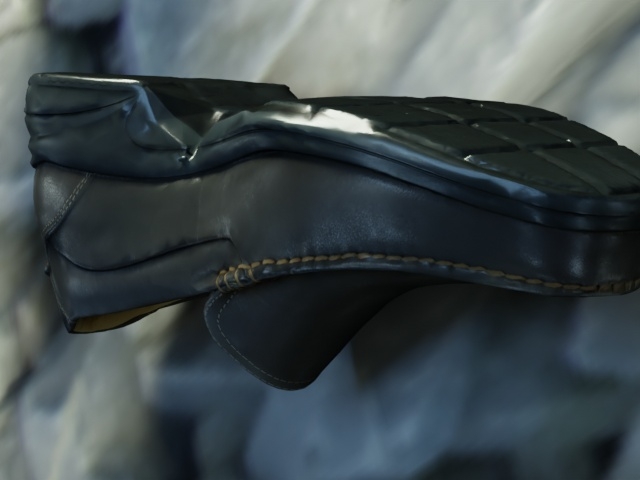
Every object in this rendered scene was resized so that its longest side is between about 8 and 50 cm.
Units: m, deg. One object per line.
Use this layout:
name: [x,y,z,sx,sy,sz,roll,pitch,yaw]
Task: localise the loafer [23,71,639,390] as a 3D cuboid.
loafer: [0.000,0.000,0.386,0.170,0.062,0.061,11,100,51]
